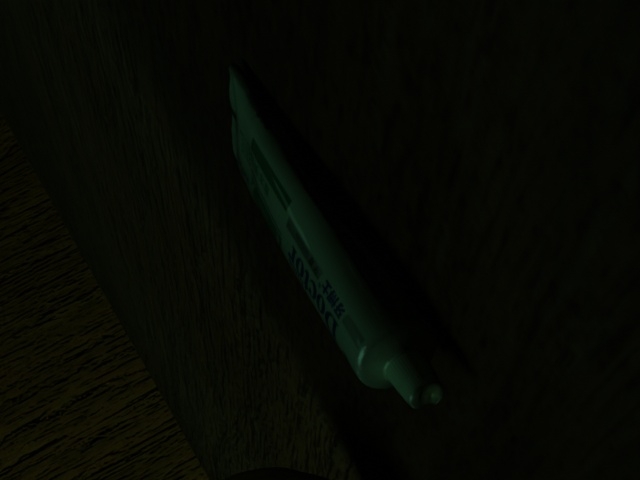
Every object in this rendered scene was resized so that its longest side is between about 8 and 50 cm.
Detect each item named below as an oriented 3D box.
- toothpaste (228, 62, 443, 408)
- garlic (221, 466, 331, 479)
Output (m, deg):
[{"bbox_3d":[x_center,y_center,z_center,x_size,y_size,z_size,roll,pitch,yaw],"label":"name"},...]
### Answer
[{"bbox_3d":[0.000,0.000,0.818,0.064,0.041,0.218,89,156,-44],"label":"toothpaste"},{"bbox_3d":[0.008,0.300,1.122,0.322,0.241,0.322,35,157,18],"label":"garlic"}]
